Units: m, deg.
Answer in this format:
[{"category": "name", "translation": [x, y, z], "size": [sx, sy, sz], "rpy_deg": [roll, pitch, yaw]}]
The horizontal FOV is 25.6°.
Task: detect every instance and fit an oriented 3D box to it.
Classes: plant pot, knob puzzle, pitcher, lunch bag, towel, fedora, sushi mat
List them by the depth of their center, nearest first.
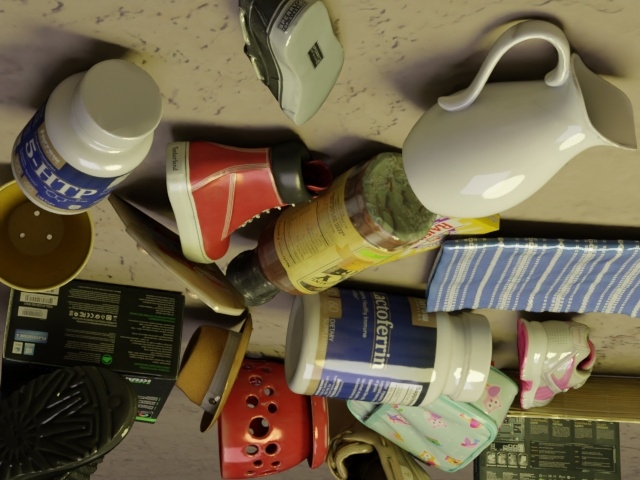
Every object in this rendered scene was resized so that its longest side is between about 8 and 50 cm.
[{"category": "pitcher", "translation": [0.172, -0.116, 1.348], "size": [0.207, 0.125, 0.178], "rpy_deg": [-23, 127, 29]}, {"category": "knob puzzle", "translation": [-0.163, 0.036, 1.658], "size": [0.030, 0.213, 0.213], "rpy_deg": [-49, 141, 6]}, {"category": "plant pot", "translation": [-0.338, -0.011, 1.665], "size": [0.134, 0.134, 0.095], "rpy_deg": [8, -177, -12]}, {"category": "towel", "translation": [0.309, 0.052, 1.789], "size": [0.336, 0.040, 0.243], "rpy_deg": [1, 160, -2]}, {"category": "fedora", "translation": [-0.162, 0.182, 2.041], "size": [0.079, 0.194, 0.194], "rpy_deg": [22, 155, -5]}, {"category": "lunch bag", "translation": [0.158, 0.243, 2.147], "size": [0.224, 0.108, 0.279], "rpy_deg": [30, 153, 0]}, {"category": "sushi mat", "translation": [0.438, 0.246, 2.186], "size": [0.317, 0.019, 0.151], "rpy_deg": [3, -162, 2]}, {"category": "plant pot", "translation": [-0.080, 0.281, 2.254], "size": [0.174, 0.191, 0.191], "rpy_deg": [-4, 159, -7]}]

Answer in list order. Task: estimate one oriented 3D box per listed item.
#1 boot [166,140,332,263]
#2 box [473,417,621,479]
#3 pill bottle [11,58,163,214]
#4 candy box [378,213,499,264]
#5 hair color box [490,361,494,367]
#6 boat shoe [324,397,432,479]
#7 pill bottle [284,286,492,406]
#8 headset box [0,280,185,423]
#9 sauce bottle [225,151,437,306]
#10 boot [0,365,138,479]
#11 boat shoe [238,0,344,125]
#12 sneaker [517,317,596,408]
[{"category": "boot", "translation": [-0.074, -0.040, 1.595], "size": [0.176, 0.088, 0.244], "rpy_deg": [-3, 158, 0]}, {"category": "box", "translation": [0.364, 0.316, 2.270], "size": [0.233, 0.183, 0.059], "rpy_deg": [4, 158, -3]}, {"category": "pill bottle", "translation": [-0.231, -0.106, 1.411], "size": [0.112, 0.112, 0.187], "rpy_deg": [14, 155, -24]}, {"category": "candy box", "translation": [0.104, -0.013, 1.704], "size": [0.105, 0.027, 0.206], "rpy_deg": [19, 154, -41]}, {"category": "hair color box", "translation": [0.217, 0.228, 2.258], "size": [0.072, 0.043, 0.141], "rpy_deg": [11, 155, -18]}, {"category": "boat shoe", "translation": [0.070, 0.344, 2.282], "size": [0.110, 0.121, 0.341], "rpy_deg": [23, -167, -38]}, {"category": "pill bottle", "translation": [0.092, 0.148, 1.937], "size": [0.265, 0.153, 0.153], "rpy_deg": [7, 158, -11]}, {"category": "headset box", "translation": [-0.342, 0.167, 2.070], "size": [0.246, 0.131, 0.283], "rpy_deg": [9, 158, -12]}, {"category": "sauce bottle", "translation": [0.000, 0.000, 1.647], "size": [0.111, 0.111, 0.344], "rpy_deg": [15, 156, -27]}, {"category": "boot", "translation": [-0.358, 0.282, 1.997], "size": [0.348, 0.131, 0.260], "rpy_deg": [-23, 162, 19]}, {"category": "boat shoe", "translation": [-0.029, -0.176, 1.279], "size": [0.070, 0.078, 0.219], "rpy_deg": [35, 167, 15]}, {"category": "sneaker", "translation": [0.345, 0.182, 2.052], "size": [0.111, 0.103, 0.252], "rpy_deg": [-3, 162, 7]}]
